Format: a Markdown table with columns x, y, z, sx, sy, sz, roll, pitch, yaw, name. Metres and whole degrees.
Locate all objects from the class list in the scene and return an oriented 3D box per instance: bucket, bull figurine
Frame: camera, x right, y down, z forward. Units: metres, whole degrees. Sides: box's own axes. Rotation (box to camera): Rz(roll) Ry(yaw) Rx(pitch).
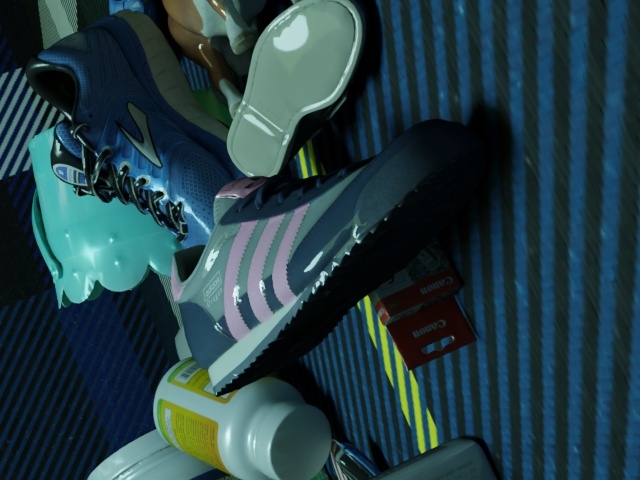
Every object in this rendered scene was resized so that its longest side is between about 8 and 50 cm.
| x | y | z | sx | sy | sz | roll | pitch | yaw | name |
| --- | --- | --- | --- | --- | --- | --- | --- | --- | --- |
| -0.180 | -0.048 | 1.203 | 0.281 | 0.281 | 0.183 | 164 | 90 | -75 | bucket |
| -0.083 | -0.221 | 0.901 | 0.188 | 0.101 | 0.310 | 59 | 172 | 18 | bull figurine |

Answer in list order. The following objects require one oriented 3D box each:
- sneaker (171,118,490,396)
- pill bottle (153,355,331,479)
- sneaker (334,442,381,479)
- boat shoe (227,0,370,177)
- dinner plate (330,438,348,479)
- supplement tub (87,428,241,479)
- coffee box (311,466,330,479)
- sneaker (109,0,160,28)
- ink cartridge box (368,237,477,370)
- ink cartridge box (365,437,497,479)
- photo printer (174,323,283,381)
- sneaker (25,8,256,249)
| x | y | z | sx | sy | sz | roll | pitch | yaw | name |
| --- | --- | --- | --- | --- | --- | --- | --- | --- | --- |
| -0.018 | -0.009 | 0.764 | 0.319 | 0.112 | 0.131 | -44 | 70 | 41 | sneaker |
| -0.101 | 0.238 | 1.439 | 0.245 | 0.136 | 0.136 | 10 | 123 | 50 | pill bottle |
| 0.049 | 0.318 | 1.262 | 0.067 | 0.078 | 0.188 | 39 | 147 | 61 | sneaker |
| -0.012 | -0.127 | 0.850 | 0.075 | 0.065 | 0.206 | 41 | 140 | 4 | boat shoe |
| 0.048 | 0.313 | 1.381 | 0.141 | 0.017 | 0.141 | 159 | 90 | -75 | dinner plate |
| -0.183 | 0.450 | 1.615 | 0.325 | 0.235 | 0.235 | 58 | 163 | 18 | supplement tub |
| -0.015 | 0.375 | 1.649 | 0.184 | 0.040 | 0.113 | 116 | 131 | -70 | coffee box |
| -0.251 | -0.284 | 1.507 | 0.240 | 0.091 | 0.126 | -159 | 67 | -71 | sneaker |
| 0.067 | 0.032 | 0.815 | 0.115 | 0.063 | 0.029 | 64 | 166 | 16 | ink cartridge box |
| 0.062 | 0.396 | 0.871 | 0.385 | 0.308 | 0.091 | 66 | 164 | 5 | ink cartridge box |
| -0.134 | 0.222 | 1.721 | 0.256 | 0.107 | 0.307 | 65 | 165 | 7 | photo printer |
| -0.157 | -0.060 | 0.975 | 0.330 | 0.147 | 0.130 | 52 | 149 | 25 | sneaker |
